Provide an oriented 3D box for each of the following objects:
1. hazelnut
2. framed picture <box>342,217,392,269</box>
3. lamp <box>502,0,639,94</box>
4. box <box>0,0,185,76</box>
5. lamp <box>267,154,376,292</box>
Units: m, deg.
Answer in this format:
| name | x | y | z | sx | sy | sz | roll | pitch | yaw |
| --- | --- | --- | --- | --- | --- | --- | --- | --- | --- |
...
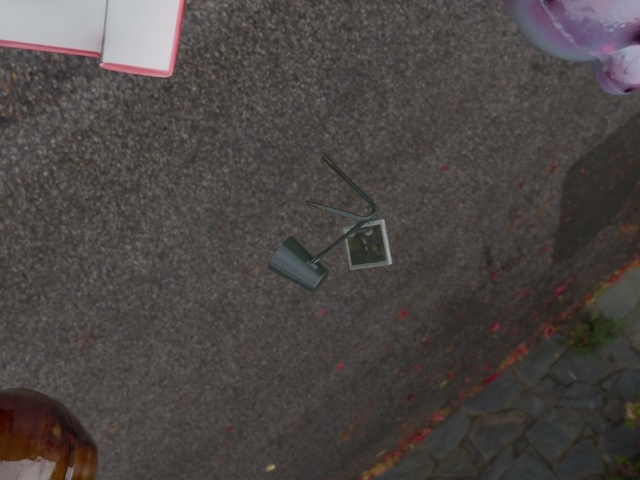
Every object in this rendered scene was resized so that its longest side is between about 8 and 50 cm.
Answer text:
| name | x | y | z | sx | sy | sz | roll | pitch | yaw |
| --- | --- | --- | --- | --- | --- | --- | --- | --- | --- |
| hazelnut | -0.389 | 0.293 | 0.836 | 0.229 | 0.229 | 0.230 | -24 | 144 | -18 |
| framed picture | 0.065 | 0.006 | 0.972 | 0.006 | 0.066 | 0.089 | -10 | 180 | -37 |
| lamp | 0.317 | -0.321 | 0.679 | 0.247 | 0.247 | 0.301 | 45 | 67 | -23 |
| box | -0.287 | -0.397 | 0.695 | 0.299 | 0.312 | 0.314 | 2 | 134 | -22 |
| lamp | 0.000 | 0.001 | 0.481 | 0.041 | 0.054 | 0.121 | -47 | 169 | -34 |
